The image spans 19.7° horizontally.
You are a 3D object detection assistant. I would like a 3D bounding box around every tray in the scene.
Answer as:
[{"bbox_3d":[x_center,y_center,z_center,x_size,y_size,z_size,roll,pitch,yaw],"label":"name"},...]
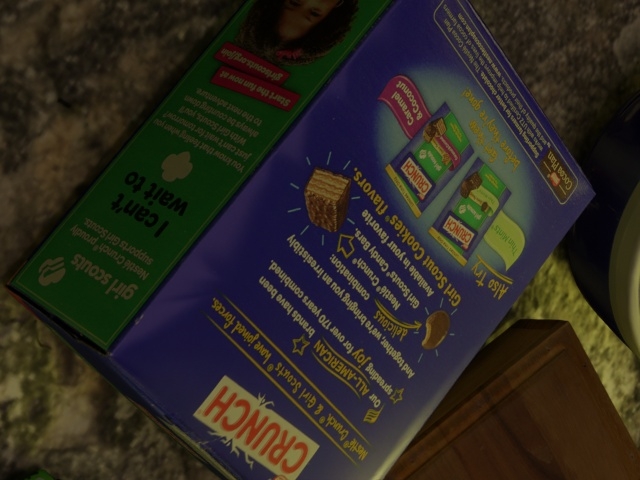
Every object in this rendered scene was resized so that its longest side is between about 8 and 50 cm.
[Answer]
[{"bbox_3d":[0.197,0.287,1.414,0.203,0.076,0.411,-36,104,-24],"label":"tray"}]

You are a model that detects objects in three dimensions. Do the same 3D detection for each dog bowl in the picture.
[{"bbox_3d":[0.329,-0.014,1.438,0.264,0.104,0.265,-11,121,-19],"label":"dog bowl"}]

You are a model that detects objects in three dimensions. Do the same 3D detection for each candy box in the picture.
[{"bbox_3d":[0.000,0.000,1.191,0.317,0.122,0.268,-52,135,-12],"label":"candy box"}]

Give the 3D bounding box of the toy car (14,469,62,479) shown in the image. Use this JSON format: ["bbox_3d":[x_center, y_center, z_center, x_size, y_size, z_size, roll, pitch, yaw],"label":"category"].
[{"bbox_3d":[-0.157,0.249,1.210,0.239,0.053,0.225,-36,129,-25],"label":"toy car"}]
